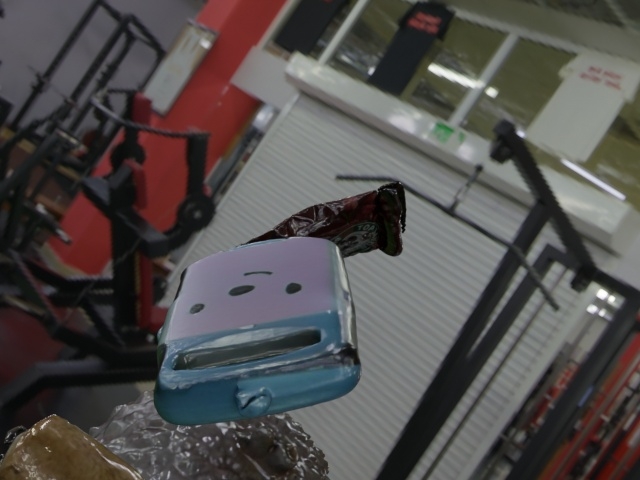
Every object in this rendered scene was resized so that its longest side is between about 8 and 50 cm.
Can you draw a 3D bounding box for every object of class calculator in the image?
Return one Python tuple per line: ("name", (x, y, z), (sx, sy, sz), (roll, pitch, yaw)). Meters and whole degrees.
("calculator", (-0.055, 0.071, 0.792), (0.293, 0.173, 0.051), (-95, 175, -68))

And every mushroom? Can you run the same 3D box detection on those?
("mushroom", (-0.112, 0.197, 0.509), (0.094, 0.209, 0.072), (-1, 29, 17))

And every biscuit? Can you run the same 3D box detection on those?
("biscuit", (0.000, 0.003, 1.166), (0.151, 0.235, 0.063), (77, -6, -68))

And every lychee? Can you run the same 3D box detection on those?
("lychee", (-0.176, 0.382, 1.253), (0.380, 0.432, 0.380), (31, 34, -23))
